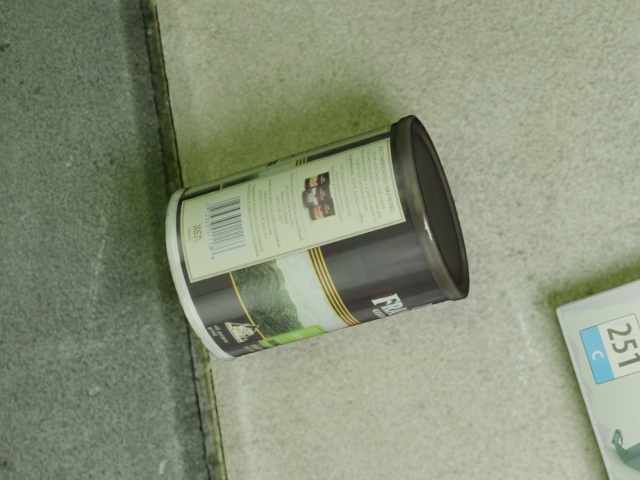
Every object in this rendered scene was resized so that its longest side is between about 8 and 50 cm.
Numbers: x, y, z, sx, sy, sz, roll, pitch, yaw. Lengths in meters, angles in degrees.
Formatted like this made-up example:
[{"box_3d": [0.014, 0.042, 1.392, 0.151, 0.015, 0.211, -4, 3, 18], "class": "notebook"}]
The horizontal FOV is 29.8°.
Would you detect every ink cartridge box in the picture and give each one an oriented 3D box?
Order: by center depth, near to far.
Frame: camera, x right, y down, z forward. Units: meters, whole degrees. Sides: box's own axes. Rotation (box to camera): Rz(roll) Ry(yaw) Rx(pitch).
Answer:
[{"box_3d": [0.401, 0.166, 1.181, 0.261, 0.066, 0.296, -20, 69, 15], "class": "ink cartridge box"}]

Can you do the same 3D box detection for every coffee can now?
[{"box_3d": [0.000, 0.000, 1.299, 0.275, 0.201, 0.201, -16, 70, 16], "class": "coffee can"}]
